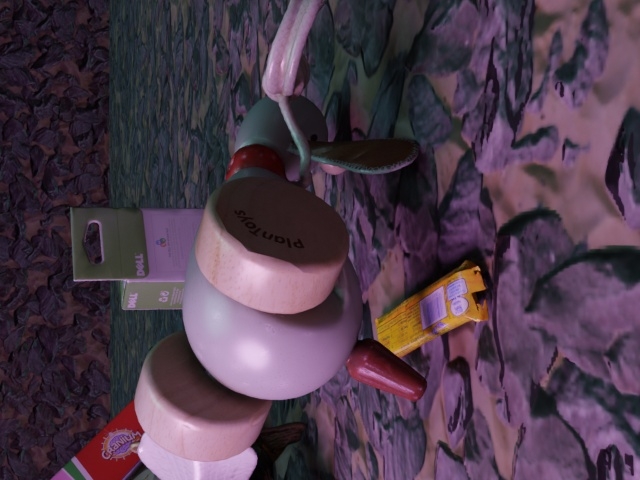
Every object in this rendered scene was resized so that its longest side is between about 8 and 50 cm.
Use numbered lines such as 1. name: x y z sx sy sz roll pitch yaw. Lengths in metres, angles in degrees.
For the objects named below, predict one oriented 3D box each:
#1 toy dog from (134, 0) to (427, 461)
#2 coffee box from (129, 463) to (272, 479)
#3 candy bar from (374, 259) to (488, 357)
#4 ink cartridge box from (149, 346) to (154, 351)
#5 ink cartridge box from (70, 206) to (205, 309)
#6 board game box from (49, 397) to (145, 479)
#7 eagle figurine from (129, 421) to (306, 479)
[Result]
1. toy dog: 0.000 0.000 0.574 0.220 0.161 0.334 122 167 -52
2. coffee box: -0.182 0.324 0.946 0.246 0.098 0.141 -50 14 -15
3. candy bar: 0.066 0.053 0.554 0.161 0.018 0.040 133 134 -63
4. ink cartridge box: -0.240 0.340 1.380 0.165 0.065 0.333 160 108 -69
5. ink cartridge box: -0.184 0.020 0.984 0.062 0.209 0.109 114 150 -49
6. board game box: -0.303 0.347 1.088 0.316 0.064 0.242 -45 -13 -50
7. eagle figurine: -0.079 0.305 0.741 0.226 0.225 0.298 -43 38 48
